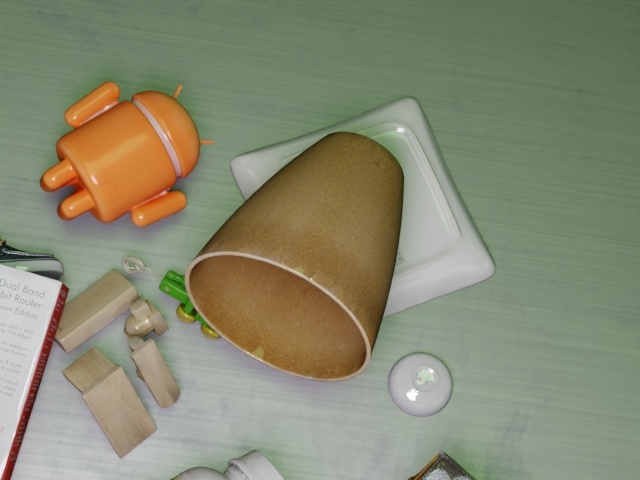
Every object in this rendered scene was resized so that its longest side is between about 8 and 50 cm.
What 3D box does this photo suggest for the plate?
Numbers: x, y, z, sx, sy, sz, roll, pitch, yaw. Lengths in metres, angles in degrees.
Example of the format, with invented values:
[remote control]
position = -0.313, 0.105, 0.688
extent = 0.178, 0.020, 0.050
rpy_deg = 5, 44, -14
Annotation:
[plate]
position = 0.059, -0.037, 1.826
extent = 0.277, 0.045, 0.278
rpy_deg = -20, 75, -14

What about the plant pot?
[plant pot]
position = 0.000, 0.000, 1.682
extent = 0.237, 0.237, 0.254
rpy_deg = 28, 57, 3

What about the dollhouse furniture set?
[dollhouse furniture set]
position = -0.250, 0.150, 1.727
extent = 0.144, 0.123, 0.151
rpy_deg = -38, 45, -18

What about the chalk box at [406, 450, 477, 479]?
[chalk box]
position = 0.175, 0.416, 1.611
extent = 0.289, 0.179, 0.180
rpy_deg = 43, 70, 7

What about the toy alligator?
[toy alligator]
position = -0.160, 0.067, 1.759
extent = 0.190, 0.056, 0.051
rpy_deg = 33, 28, 6

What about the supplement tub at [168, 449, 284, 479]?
[supplement tub]
position = -0.165, 0.395, 1.540
extent = 0.325, 0.235, 0.235
rpy_deg = -28, 76, -16

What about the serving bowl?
[serving bowl]
position = 0.128, 0.179, 1.767
extent = 0.083, 0.027, 0.083
rpy_deg = 2, 70, -6

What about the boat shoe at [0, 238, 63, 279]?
[boat shoe]
position = -0.412, 0.011, 1.734
extent = 0.183, 0.065, 0.083
rpy_deg = -2, 72, -7

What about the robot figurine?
[robot figurine]
position = -0.244, -0.105, 1.766
extent = 0.219, 0.128, 0.158
rpy_deg = -33, 57, -16

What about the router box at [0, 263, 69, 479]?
[router box]
position = -0.500, 0.148, 1.632
extent = 0.335, 0.082, 0.301
rpy_deg = 15, 82, -2
